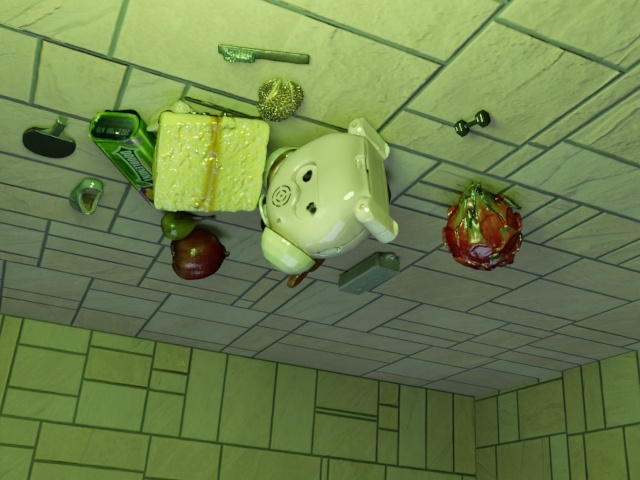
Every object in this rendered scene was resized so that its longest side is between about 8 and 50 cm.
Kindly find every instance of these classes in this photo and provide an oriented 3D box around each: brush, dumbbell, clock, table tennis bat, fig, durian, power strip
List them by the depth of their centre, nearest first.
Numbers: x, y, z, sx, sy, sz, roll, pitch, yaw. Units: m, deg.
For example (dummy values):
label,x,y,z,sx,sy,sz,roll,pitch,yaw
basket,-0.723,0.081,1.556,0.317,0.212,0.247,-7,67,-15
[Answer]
label,x,y,z,sx,sy,sz,roll,pitch,yaw
brush,-0.118,-0.378,1.487,0.190,0.028,0.034,5,158,-5
durian,-0.101,-0.302,1.607,0.110,0.071,0.140,19,157,-29
dumbbell,0.348,-0.268,1.646,0.083,0.040,0.036,-21,113,44
clock,0.002,-0.102,1.723,0.325,0.342,0.184,-19,142,28
table tennis bat,-0.689,-0.263,1.846,0.130,0.019,0.220,17,154,-30
fig,-0.410,-0.039,2.216,0.166,0.093,0.093,8,156,-11
power strip,0.162,0.123,2.522,0.098,0.058,0.338,14,154,-23

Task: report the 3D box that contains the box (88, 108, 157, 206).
label,x,y,z,sx,sy,sz,roll,pitch,yaw
box,-0.456,-0.202,1.848,0.134,0.097,0.345,-3,154,10

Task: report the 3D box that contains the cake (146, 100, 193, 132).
label,x,y,z,sx,sy,sz,roll,pitch,yaw
cake,-0.362,-0.291,1.695,0.121,0.052,0.065,-3,160,18

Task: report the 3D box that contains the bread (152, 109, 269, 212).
label,x,y,z,sx,sy,sz,roll,pitch,yaw
bread,-0.267,-0.216,1.717,0.263,0.198,0.236,0,124,-19

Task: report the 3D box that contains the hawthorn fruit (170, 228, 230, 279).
label,x,y,z,sx,sy,sz,roll,pitch,yaw
hawthorn fruit,-0.388,0.045,2.320,0.188,0.169,0.169,1,159,-22

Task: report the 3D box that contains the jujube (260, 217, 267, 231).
label,x,y,z,sx,sy,sz,roll,pitch,yaw
jujube,-0.098,-0.037,2.165,0.165,0.104,0.104,5,157,15

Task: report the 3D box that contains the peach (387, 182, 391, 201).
label,x,y,z,sx,sy,sz,roll,pitch,yaw
peach,0.110,-0.122,1.897,0.152,0.152,0.152,3,156,2

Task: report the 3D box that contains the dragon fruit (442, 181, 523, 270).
label,x,y,z,sx,sy,sz,roll,pitch,yaw
dragon fruit,0.431,-0.045,1.972,0.233,0.234,0.293,-13,120,33

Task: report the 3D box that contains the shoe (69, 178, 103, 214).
label,x,y,z,sx,sy,sz,roll,pitch,yaw
shoe,-0.692,-0.113,2.111,0.079,0.078,0.195,16,149,-27

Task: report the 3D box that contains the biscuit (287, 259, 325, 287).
label,x,y,z,sx,sy,sz,roll,pitch,yaw
biscuit,-0.002,-0.001,2.144,0.049,0.205,0.324,41,137,13

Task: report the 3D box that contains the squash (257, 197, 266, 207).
label,x,y,z,sx,sy,sz,roll,pitch,yaw
squash,-0.175,-0.109,2.096,0.027,0.028,0.083,-9,152,27
